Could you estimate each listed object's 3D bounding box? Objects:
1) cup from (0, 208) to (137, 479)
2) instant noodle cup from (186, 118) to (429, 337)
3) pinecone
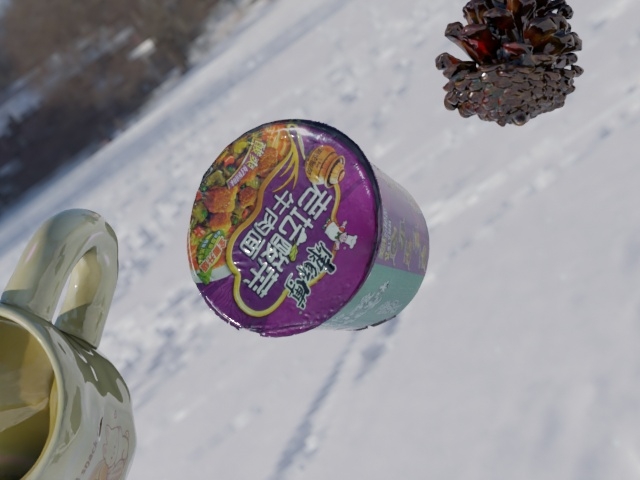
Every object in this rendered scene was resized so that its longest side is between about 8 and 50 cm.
[{"bbox_3d":[-0.247,0.107,1.409,0.173,0.255,0.202,-5,-14,9],"label":"cup"},{"bbox_3d":[0.000,0.000,2.034,0.251,0.251,0.190,-33,-23,19],"label":"instant noodle cup"},{"bbox_3d":[0.130,-0.126,1.188,0.102,0.102,0.109,-28,29,45],"label":"pinecone"}]
